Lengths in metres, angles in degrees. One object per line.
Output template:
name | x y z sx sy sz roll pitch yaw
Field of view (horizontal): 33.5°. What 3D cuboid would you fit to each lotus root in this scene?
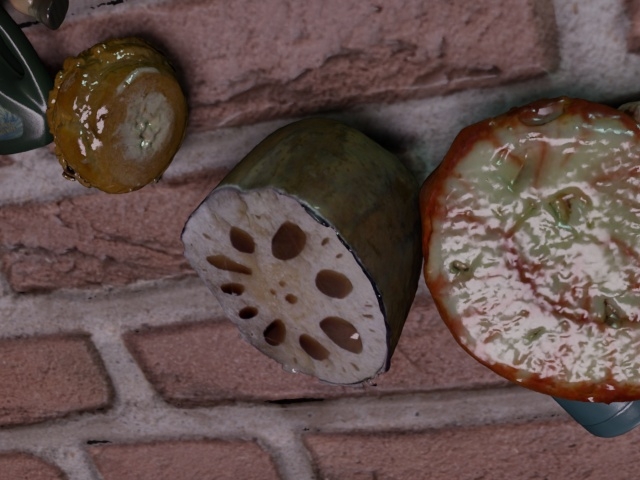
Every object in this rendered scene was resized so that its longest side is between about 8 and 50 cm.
lotus root | 0.000 0.000 1.105 0.272 0.192 0.272 20 142 16

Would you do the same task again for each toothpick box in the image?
toothpick box | 0.277 0.114 1.149 0.184 0.120 0.120 42 123 -8

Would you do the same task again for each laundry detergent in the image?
laundry detergent | -0.358 -0.201 1.126 0.144 0.078 0.221 -1 123 37

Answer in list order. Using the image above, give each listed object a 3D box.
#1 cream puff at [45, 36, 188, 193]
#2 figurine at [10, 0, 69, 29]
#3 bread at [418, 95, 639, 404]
cream puff | -0.215 -0.131 1.104 0.115 0.165 0.150 28 177 37
figurine | -0.294 -0.329 0.980 0.192 0.167 0.256 -12 142 7
bread | 0.263 0.007 1.020 0.328 0.114 0.295 -4 96 9
